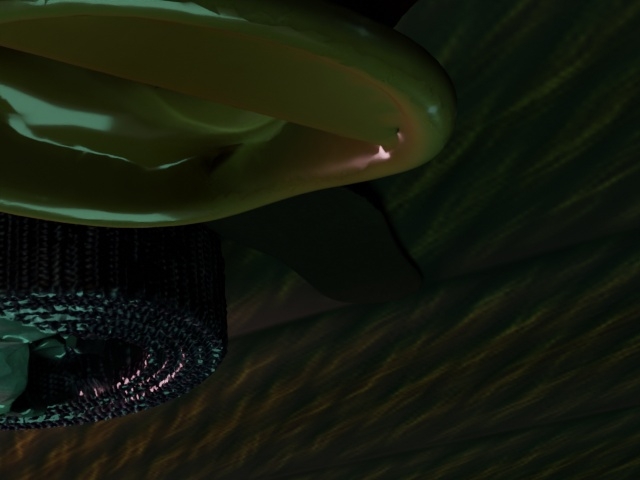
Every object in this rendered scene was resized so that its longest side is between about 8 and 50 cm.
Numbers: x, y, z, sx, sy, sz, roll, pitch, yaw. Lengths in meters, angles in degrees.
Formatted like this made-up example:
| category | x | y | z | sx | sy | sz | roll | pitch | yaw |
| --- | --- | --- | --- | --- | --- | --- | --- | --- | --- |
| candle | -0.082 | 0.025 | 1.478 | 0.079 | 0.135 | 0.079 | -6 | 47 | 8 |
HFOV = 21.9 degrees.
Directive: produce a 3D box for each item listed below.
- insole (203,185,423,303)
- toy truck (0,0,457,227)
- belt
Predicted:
| category | x | y | z | sx | sy | sz | roll | pitch | yaw |
| --- | --- | --- | --- | --- | --- | --- | --- | --- | --- |
| insole | 0.000 | 0.000 | 1.149 | 0.111 | 0.007 | 0.328 | -9 | 161 | 18 |
| toy truck | -0.051 | -0.134 | 0.564 | 0.204 | 0.212 | 0.288 | 12 | 159 | -30 |
| belt | -0.201 | 0.055 | 1.171 | 0.260 | 0.122 | 0.325 | 6 | 157 | -26 |
